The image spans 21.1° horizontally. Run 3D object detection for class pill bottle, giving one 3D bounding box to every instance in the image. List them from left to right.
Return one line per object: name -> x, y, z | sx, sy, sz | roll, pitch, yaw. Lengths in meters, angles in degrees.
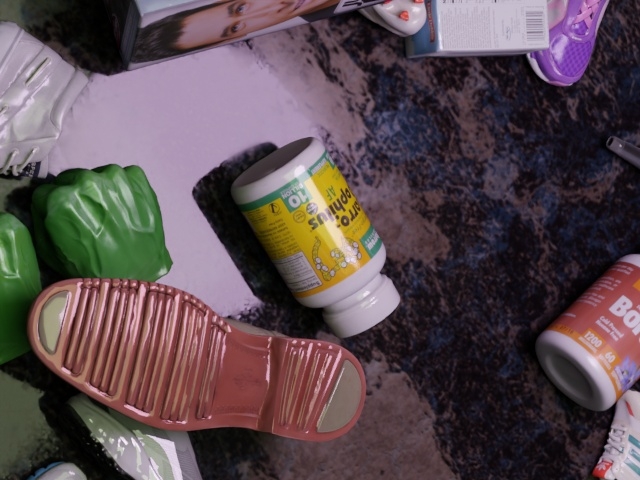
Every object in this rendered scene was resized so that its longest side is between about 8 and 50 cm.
pill bottle -> 0.000, 0.000, 1.904 | 0.117, 0.117, 0.208 | -36, 105, -21
pill bottle -> 0.372, 0.095, 2.078 | 0.216, 0.121, 0.121 | -42, 107, -19

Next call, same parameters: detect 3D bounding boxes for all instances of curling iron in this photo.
curling iron -> 0.468, -0.081, 2.171 | 0.274, 0.035, 0.068 | 17, 79, -25

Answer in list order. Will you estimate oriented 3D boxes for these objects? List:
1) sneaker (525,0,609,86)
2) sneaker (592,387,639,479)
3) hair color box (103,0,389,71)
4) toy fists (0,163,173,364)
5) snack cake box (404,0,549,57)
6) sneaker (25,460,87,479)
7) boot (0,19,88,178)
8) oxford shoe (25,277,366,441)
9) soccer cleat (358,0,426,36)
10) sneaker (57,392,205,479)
sneaker -> 0.316, -0.303, 2.059 | 0.095, 0.104, 0.236 | 16, 84, -26
sneaker -> 0.373, 0.265, 2.114 | 0.075, 0.057, 0.161 | -6, 96, -31
hair color box -> -0.036, -0.300, 1.801 | 0.374, 0.185, 0.114 | -16, 81, -13
toy fists -> -0.289, 0.014, 1.780 | 0.279, 0.096, 0.142 | -28, 118, -22
snack cake box -> 0.175, -0.348, 2.001 | 0.152, 0.089, 0.264 | -4, 92, -23
sneaker -> -0.303, 0.314, 1.783 | 0.071, 0.083, 0.191 | 42, 72, -18
boot -> -0.336, -0.091, 1.755 | 0.123, 0.095, 0.258 | 32, 76, -15
oxford shoe -> -0.147, 0.131, 1.802 | 0.397, 0.146, 0.141 | 22, 81, -33
soccer cleat -> 0.039, -0.304, 1.953 | 0.196, 0.076, 0.068 | 45, 73, 2
sneaker -> -0.159, 0.250, 1.843 | 0.108, 0.100, 0.271 | -44, 108, -24
